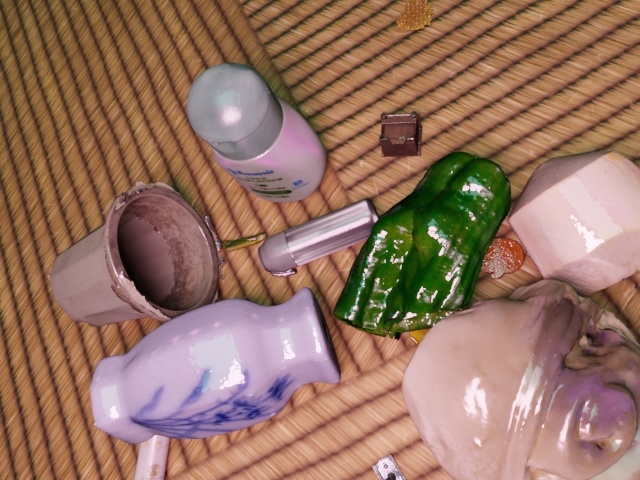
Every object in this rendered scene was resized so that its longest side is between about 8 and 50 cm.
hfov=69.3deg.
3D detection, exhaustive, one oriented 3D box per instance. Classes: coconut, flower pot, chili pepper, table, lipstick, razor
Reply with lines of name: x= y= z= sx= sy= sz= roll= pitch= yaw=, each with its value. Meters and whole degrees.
coconut: x=0.423 y=-0.039 z=0.745 sx=0.241 sy=0.241 sz=0.241 roll=-4 pitch=74 yaw=15
flower pot: x=-0.380 y=0.058 z=0.942 sx=0.259 sy=0.290 sz=0.290 roll=-22 pitch=70 yaw=25
chili pepper: x=0.174 y=0.012 z=0.806 sx=0.385 sy=0.167 sz=0.213 roll=-54 pitch=29 yaw=0
table: x=0.162 y=-0.219 z=0.944 sx=0.083 sy=0.082 sz=0.070 roll=2 pitch=77 yaw=16
lipstick: x=-0.334 y=0.429 z=0.923 sx=0.059 sy=0.059 sz=0.264 roll=2 pitch=76 yaw=16
razor: x=0.113 y=0.402 z=0.762 sx=0.040 sy=0.135 sz=0.068 roll=-34 pitch=69 yaw=1

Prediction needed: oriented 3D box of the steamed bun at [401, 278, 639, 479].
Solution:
steamed bun: x=0.324 y=0.214 z=0.638 sx=0.339 sy=0.247 sz=0.352 roll=-33 pitch=77 yaw=-25

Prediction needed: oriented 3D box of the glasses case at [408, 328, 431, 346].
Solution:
glasses case: x=0.260 y=0.216 z=0.806 sx=0.079 sy=0.064 sz=0.234 roll=-40 pitch=69 yaw=-21

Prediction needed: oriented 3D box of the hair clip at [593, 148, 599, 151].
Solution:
hair clip: x=0.558 y=-0.067 z=0.816 sx=0.070 sy=0.039 sz=0.229 roll=-44 pitch=70 yaw=-1

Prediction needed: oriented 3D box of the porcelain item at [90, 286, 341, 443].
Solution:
porcelain item: x=-0.178 y=0.232 z=0.832 sx=0.405 sy=0.242 sz=0.178 roll=-19 pitch=52 yaw=0

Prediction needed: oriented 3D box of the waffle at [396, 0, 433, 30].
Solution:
waffle: x=0.214 y=-0.510 z=1.044 sx=0.078 sy=0.016 sz=0.085 roll=13 pitch=80 yaw=14

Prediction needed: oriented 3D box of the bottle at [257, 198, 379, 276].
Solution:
bottle: x=0.000 y=0.000 z=0.938 sx=0.254 sy=0.079 sz=0.096 roll=-21 pitch=109 yaw=8

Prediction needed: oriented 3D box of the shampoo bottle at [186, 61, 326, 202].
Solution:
shampoo bottle: x=-0.118 y=-0.193 z=0.873 sx=0.222 sy=0.349 sz=0.151 roll=7 pitch=76 yaw=17

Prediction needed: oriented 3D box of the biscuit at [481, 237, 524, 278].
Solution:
biscuit: x=0.330 y=0.034 z=0.865 sx=0.091 sy=0.015 sz=0.078 roll=5 pitch=78 yaw=17

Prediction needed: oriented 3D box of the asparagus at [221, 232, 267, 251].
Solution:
asparagus: x=-0.167 y=0.002 z=1.008 sx=0.108 sy=0.025 sz=0.021 roll=-14 pitch=51 yaw=12
